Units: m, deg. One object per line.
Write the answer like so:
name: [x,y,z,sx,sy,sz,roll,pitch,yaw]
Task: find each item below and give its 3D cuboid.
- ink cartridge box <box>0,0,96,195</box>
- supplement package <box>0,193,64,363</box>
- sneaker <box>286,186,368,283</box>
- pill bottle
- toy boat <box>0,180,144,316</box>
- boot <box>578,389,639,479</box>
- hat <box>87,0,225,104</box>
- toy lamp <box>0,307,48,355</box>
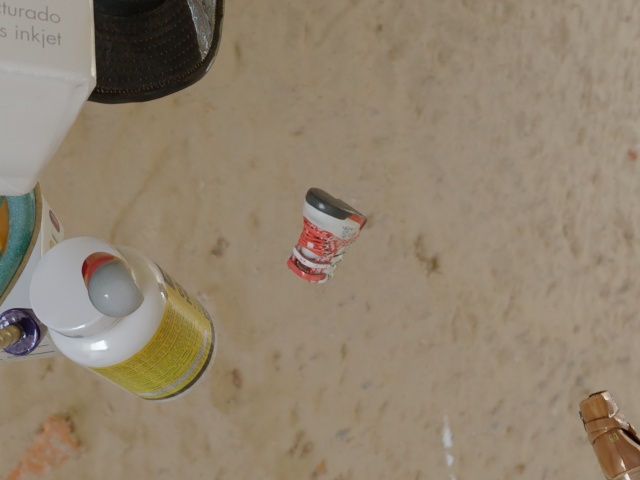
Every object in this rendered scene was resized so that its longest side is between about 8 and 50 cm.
ink cartridge box: [-0.210,-0.207,0.402,0.207,0.119,0.354,3,68,-27]
supplement package: [-0.572,0.072,1.736,0.145,0.204,0.262,82,0,-65]
sneaker: [0.001,0.001,1.601,0.145,0.090,0.270,-57,170,4]
pill bottle: [-0.295,0.119,1.489,0.188,0.187,0.334,-64,157,-14]
toy boat: [-0.358,0.008,1.117,0.318,0.148,0.268,19,93,-25]
boot: [0.381,0.268,1.254,0.073,0.152,0.197,-25,164,1]
hat: [-0.148,-0.280,0.744,0.331,0.134,0.331,18,66,-45]
toy lamp: [-0.489,0.155,1.453,0.274,0.080,0.080,-36,133,-74]
